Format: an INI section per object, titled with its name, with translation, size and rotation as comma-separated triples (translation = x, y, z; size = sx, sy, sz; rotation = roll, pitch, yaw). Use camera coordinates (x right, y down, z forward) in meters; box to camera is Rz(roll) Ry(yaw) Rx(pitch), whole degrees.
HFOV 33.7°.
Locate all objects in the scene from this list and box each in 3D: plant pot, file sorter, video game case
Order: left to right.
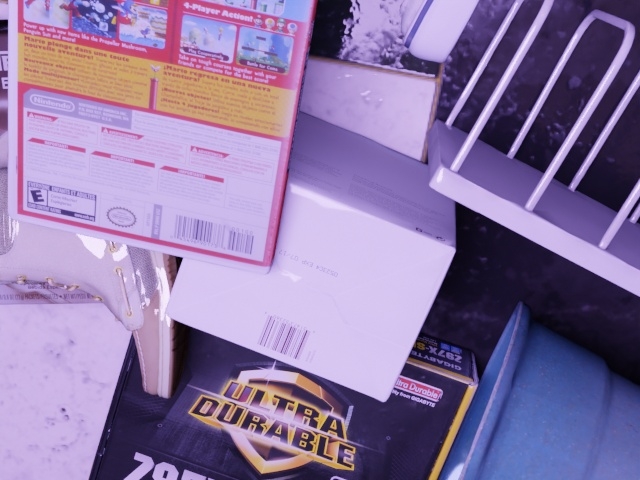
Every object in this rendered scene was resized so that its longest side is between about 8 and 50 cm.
[video game case]
translation = -0.113, -0.117, 0.723
size = 0.204, 0.025, 0.285
rotation = 13, 123, 2
[file sorter]
translation = 0.248, -0.076, 0.858
size = 0.277, 0.193, 0.173
rotation = 27, 107, -3
[plant pot]
translation = 0.253, 0.271, 0.866
size = 0.334, 0.341, 0.341
rotation = 23, 110, 9

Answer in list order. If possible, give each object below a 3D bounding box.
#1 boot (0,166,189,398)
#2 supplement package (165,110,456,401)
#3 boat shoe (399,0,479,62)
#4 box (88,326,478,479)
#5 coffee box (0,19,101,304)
[boot]
translation = -0.201, 0.035, 0.903
size = 0.165, 0.077, 0.213
rotation = -4, 104, 2
[supplement package]
translation = 0.000, 0.000, 0.904
size = 0.194, 0.203, 0.149
rotation = 23, 110, -1
[boat shoe]
translation = 0.098, -0.331, 0.816
size = 0.156, 0.136, 0.367
rotation = 19, 107, -1
[box]
translation = -0.042, 0.179, 1.039
size = 0.322, 0.079, 0.257
rotation = 20, 112, -1
[coffee box]
translation = -0.239, -0.073, 0.960
size = 0.141, 0.098, 0.247
rotation = -2, 109, 4
